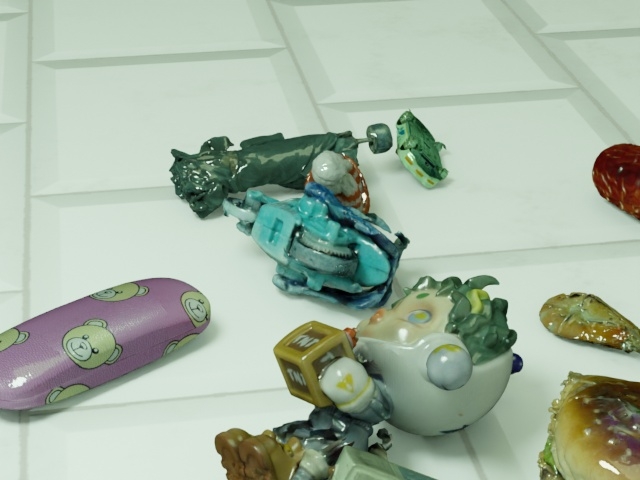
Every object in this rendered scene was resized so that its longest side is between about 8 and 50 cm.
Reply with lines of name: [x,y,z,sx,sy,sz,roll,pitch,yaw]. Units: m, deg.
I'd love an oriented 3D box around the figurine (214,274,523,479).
figurine: [0.062,0.156,1.516,0.382,0.186,0.261,-25,26,-29]

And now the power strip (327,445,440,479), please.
power strip: [0.129,0.271,1.331,0.272,0.052,0.078,21,4,-7]

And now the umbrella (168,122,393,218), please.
umbrella: [-0.056,-0.117,2.091,0.349,0.094,0.143,-13,50,-13]

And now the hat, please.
hat: [0.023,-0.085,1.950,0.093,0.162,0.112,-22,75,-7]

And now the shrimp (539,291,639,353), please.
shrimp: [0.358,0.113,1.745,0.091,0.043,0.184,-29,33,-31]

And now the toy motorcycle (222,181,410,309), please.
toy motorcycle: [0.000,0.000,1.848,0.206,0.154,0.260,8,15,-39]

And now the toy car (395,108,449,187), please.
toy car: [0.155,-0.143,2.176,0.093,0.058,0.186,41,21,-19]

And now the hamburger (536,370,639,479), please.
hamburger: [0.354,0.241,1.412,0.243,0.146,0.286,-9,28,-31]

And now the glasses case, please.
glasses case: [-0.279,0.122,1.671,0.316,0.076,0.123,-22,37,-35]

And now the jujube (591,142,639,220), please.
jujube: [0.485,-0.089,2.040,0.112,0.109,0.176,23,9,-38]
